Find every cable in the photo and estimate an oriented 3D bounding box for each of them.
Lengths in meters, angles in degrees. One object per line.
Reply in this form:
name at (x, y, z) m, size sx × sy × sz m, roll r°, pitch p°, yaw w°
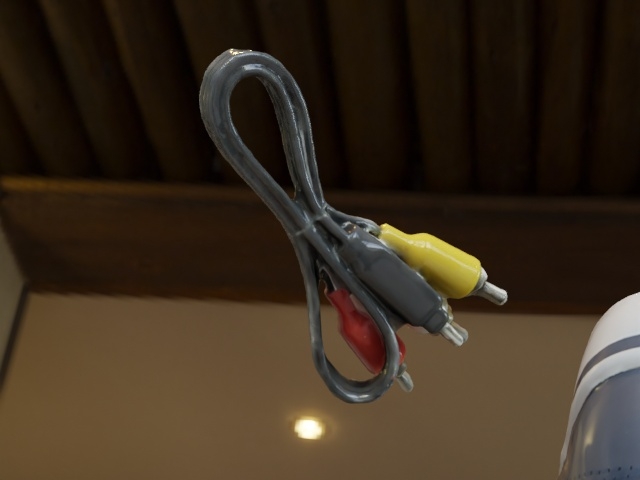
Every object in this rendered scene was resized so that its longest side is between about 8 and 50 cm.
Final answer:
cable at (0.000, 0.000, 1.009) m, size 0.139 × 0.072 × 0.287 m, roll -45°, pitch -71°, yaw 0°

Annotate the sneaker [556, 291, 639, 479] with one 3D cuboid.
sneaker at (0.126, 0.152, 0.535) m, size 0.126 × 0.127 × 0.321 m, roll 4°, pitch -34°, yaw 15°
